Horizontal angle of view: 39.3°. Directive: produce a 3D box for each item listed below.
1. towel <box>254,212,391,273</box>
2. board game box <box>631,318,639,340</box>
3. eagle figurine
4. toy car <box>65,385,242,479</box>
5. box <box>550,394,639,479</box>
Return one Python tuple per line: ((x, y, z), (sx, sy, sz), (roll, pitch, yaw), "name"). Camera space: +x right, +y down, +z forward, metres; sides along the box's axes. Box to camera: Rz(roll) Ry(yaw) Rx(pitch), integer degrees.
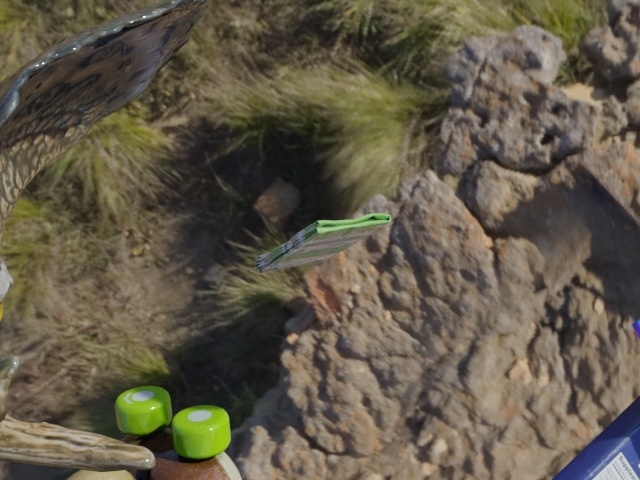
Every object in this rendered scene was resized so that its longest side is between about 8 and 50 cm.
((0.000, 0.000, 1.078), (0.152, 0.113, 0.023), (-33, 72, 52), "towel")
((0.499, 0.053, 0.929), (0.233, 0.347, 0.078), (-33, 73, 35), "board game box")
((-0.196, -0.032, 0.473), (0.225, 0.226, 0.298), (-34, 44, 50), "eagle figurine")
((-0.173, 0.239, 0.774), (0.149, 0.188, 0.154), (9, 111, 37), "toy car")
((0.281, 0.215, 0.760), (0.225, 0.036, 0.136), (-37, 104, -14), "box")
